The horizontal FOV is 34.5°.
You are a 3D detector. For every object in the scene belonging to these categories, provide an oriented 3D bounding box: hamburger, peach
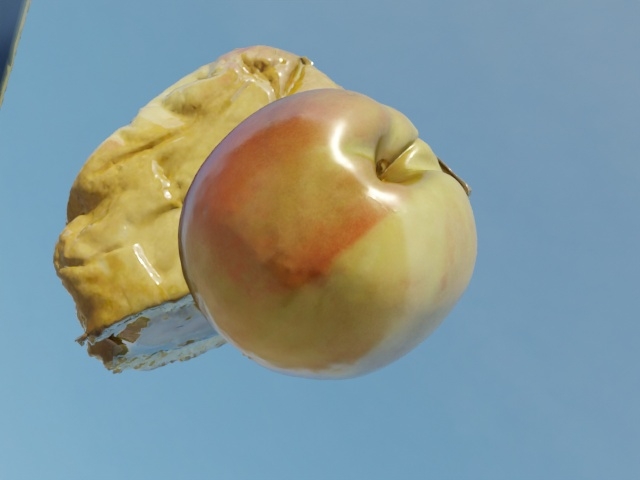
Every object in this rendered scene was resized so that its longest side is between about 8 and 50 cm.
[{"bbox_3d":[-0.062,-0.044,0.854,0.162,0.330,0.209,88,-20,-72],"label":"hamburger"},{"bbox_3d":[0.000,0.000,0.647,0.184,0.184,0.184,20,-56,32],"label":"peach"}]

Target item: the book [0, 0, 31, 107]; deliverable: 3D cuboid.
[{"bbox_3d":[-0.130,-0.154,0.302,0.018,0.228,0.322,10,-16,2],"label":"book"}]
